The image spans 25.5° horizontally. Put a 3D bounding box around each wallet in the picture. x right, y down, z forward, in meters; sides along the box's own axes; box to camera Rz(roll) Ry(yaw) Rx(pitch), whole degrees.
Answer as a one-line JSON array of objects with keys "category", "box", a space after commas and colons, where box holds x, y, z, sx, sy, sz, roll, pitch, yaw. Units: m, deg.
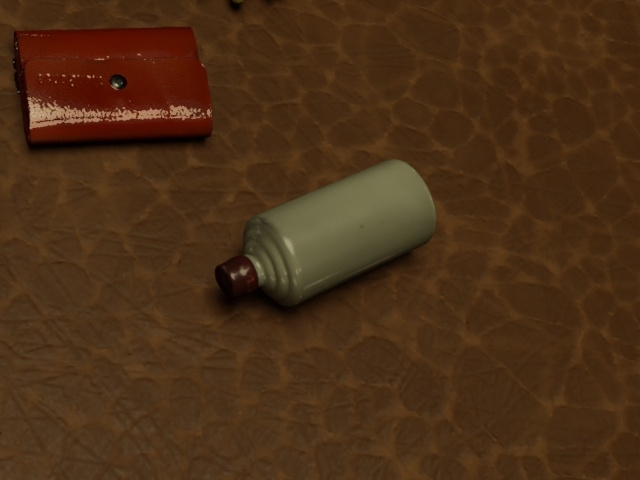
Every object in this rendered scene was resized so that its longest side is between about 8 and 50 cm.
[{"category": "wallet", "box": [-0.227, -0.172, 1.548, 0.204, 0.045, 0.142, -4, 65, -19]}]

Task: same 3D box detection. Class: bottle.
[{"category": "bottle", "box": [0.000, 0.000, 1.501, 0.245, 0.104, 0.104, -25, 73, -28]}]

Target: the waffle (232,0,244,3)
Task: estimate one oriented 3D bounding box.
[{"category": "waffle", "box": [-0.120, -0.411, 1.697, 0.293, 0.069, 0.260, 43, 61, 3]}]
